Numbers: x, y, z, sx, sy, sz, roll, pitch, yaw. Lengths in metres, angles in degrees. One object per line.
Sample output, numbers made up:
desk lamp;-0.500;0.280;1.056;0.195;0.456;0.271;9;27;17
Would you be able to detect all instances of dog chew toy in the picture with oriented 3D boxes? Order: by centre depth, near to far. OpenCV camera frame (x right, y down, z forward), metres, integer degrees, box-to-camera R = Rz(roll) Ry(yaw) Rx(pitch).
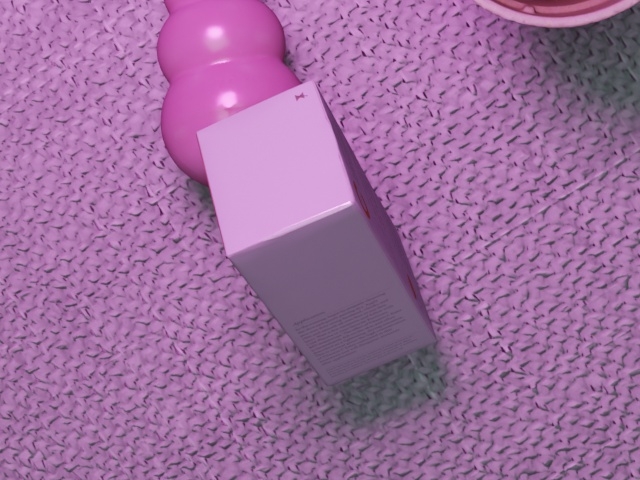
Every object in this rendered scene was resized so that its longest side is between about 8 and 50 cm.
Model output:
dog chew toy;-0.132;-0.244;1.741;0.207;0.206;0.332;-13;85;7

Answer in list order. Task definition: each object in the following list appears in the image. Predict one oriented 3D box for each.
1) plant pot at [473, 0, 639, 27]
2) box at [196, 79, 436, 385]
plant pot;0.293;-0.427;1.619;0.334;0.305;0.333;1;95;6
box;0.000;0.000;1.643;0.168;0.345;0.215;-23;51;7
